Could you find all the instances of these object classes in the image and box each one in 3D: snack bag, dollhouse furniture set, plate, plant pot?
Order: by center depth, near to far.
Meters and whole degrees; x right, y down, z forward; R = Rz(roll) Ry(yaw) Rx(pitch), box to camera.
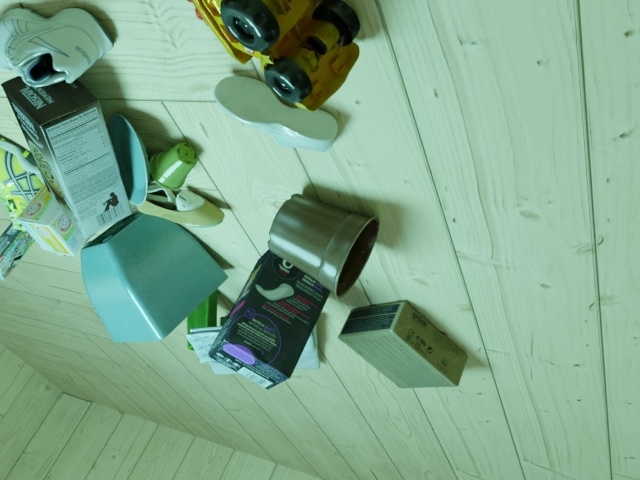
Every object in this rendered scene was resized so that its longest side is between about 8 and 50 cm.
[{"bbox_3d":[0.000,0.000,1.306,0.165,0.167,0.167,25,151,17],"label":"plant pot"},{"bbox_3d":[-0.284,-0.155,1.370,0.083,0.083,0.079,39,136,-21],"label":"plant pot"},{"bbox_3d":[-0.382,-0.164,1.395,0.188,0.024,0.188,31,130,45],"label":"plate"},{"bbox_3d":[-0.432,0.072,1.683,0.247,0.248,0.252,-9,118,47],"label":"plant pot"},{"bbox_3d":[-0.165,0.296,1.836,0.323,0.037,0.342,-4,151,-1],"label":"snack bag"},{"bbox_3d":[-0.191,0.201,1.857,0.301,0.151,0.197,-27,143,35],"label":"dollhouse furniture set"}]

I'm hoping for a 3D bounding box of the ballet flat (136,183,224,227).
[{"bbox_3d":[-0.317,-0.081,1.508,0.232,0.080,0.073,10,131,25],"label":"ballet flat"}]

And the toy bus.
[{"bbox_3d":[-0.081,-0.297,0.930,0.211,0.149,0.220,18,154,42],"label":"toy bus"}]

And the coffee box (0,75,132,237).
[{"bbox_3d":[-0.491,-0.174,1.362,0.168,0.119,0.297,41,151,31],"label":"coffee box"}]

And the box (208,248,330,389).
[{"bbox_3d":[-0.103,0.162,1.515,0.165,0.270,0.143,32,150,-9],"label":"box"}]

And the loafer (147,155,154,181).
[{"bbox_3d":[-0.385,-0.149,1.482,0.170,0.062,0.061,2,-179,38],"label":"loafer"}]

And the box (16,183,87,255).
[{"bbox_3d":[-0.567,-0.081,1.571,0.103,0.203,0.114,10,146,27],"label":"box"}]

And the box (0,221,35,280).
[{"bbox_3d":[-0.836,-0.001,1.904,0.036,0.207,0.114,25,150,4],"label":"box"}]

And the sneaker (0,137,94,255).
[{"bbox_3d":[-0.731,-0.114,1.709,0.384,0.147,0.145,37,150,-15],"label":"sneaker"}]

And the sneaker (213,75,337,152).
[{"bbox_3d":[-0.078,-0.196,1.145,0.212,0.080,0.094,25,162,2],"label":"sneaker"}]

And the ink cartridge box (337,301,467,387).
[{"bbox_3d":[0.190,0.247,1.600,0.234,0.088,0.193,41,149,-24],"label":"ink cartridge box"}]

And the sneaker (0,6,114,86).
[{"bbox_3d":[-0.501,-0.331,1.207,0.297,0.129,0.111,5,145,35],"label":"sneaker"}]
